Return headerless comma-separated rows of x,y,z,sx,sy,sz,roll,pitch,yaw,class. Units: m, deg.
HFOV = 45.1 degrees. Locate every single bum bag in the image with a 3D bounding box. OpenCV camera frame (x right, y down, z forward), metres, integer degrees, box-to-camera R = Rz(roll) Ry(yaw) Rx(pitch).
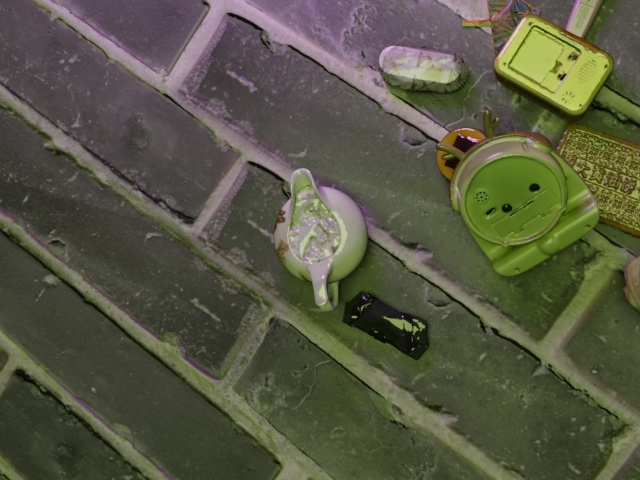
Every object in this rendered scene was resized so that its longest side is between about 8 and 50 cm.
0.138,0.177,1.620,0.198,0.049,0.087,26,101,14,bum bag

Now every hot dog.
0.213,-0.360,1.607,0.192,0.053,0.099,9,93,13,hot dog

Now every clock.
0.359,-0.097,1.472,0.235,0.096,0.308,-36,107,23,clock
0.456,-0.339,1.514,0.202,0.096,0.143,34,96,13,clock

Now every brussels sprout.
0.654,0.102,1.422,0.162,0.143,0.180,-5,45,-11,brussels sprout

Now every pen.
0.543,-0.497,1.525,0.053,0.032,0.197,23,97,15,pen

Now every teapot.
0.000,0.000,1.616,0.204,0.139,0.298,-17,84,12,teapot

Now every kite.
0.370,-0.456,1.585,0.159,0.010,0.189,-10,86,16,kite

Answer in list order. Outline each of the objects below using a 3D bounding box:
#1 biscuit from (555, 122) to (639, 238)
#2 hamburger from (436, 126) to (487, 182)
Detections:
0.575,-0.115,1.512,0.255,0.029,0.172,23,95,14,biscuit
0.306,-0.166,1.563,0.141,0.081,0.126,8,90,28,hamburger
